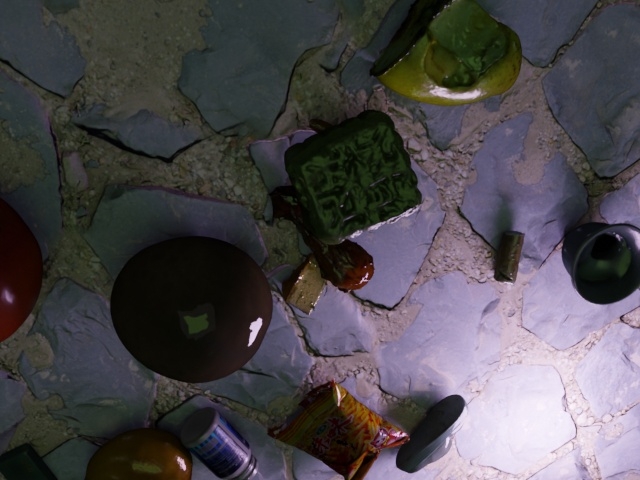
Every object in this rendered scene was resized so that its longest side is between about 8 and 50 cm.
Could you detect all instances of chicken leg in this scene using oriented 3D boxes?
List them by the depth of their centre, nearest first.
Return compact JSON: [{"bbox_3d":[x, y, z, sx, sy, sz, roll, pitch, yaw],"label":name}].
[{"bbox_3d":[0.000,0.000,1.504,0.113,0.093,0.304,-45,109,0],"label":"chicken leg"}]

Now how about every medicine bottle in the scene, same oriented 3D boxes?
[{"bbox_3d":[-0.234,0.491,1.637,0.107,0.107,0.191,-36,114,4],"label":"medicine bottle"}]

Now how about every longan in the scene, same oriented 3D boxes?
[{"bbox_3d":[-0.258,0.137,1.406,0.319,0.319,0.318,-4,112,-10],"label":"longan"}]

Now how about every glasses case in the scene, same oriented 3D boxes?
[{"bbox_3d":[-0.666,0.560,1.612,0.078,0.039,0.184,-25,114,-1],"label":"glasses case"}]

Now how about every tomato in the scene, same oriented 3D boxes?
[{"bbox_3d":[-0.675,0.058,1.273,0.322,0.321,0.321,-4,112,-10],"label":"tomato"}]

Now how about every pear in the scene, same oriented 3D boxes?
[{"bbox_3d":[0.265,-0.354,1.382,0.255,0.164,0.238,34,99,-22],"label":"pear"}]

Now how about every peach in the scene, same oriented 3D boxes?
[{"bbox_3d":[-0.418,0.550,1.603,0.251,0.153,0.251,-5,109,-16],"label":"peach"}]

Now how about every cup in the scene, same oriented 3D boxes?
[{"bbox_3d":[0.637,0.030,1.611,0.199,0.150,0.199,-4,112,-10],"label":"cup"}]

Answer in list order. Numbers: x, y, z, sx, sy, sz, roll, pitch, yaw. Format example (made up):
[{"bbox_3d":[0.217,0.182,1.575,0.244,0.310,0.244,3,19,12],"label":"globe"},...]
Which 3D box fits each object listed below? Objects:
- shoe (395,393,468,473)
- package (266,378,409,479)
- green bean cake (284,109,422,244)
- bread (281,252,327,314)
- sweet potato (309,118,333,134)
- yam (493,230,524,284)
[{"bbox_3d":[0.297,0.502,1.756,0.100,0.103,0.251,36,106,-21],"label":"shoe"},{"bbox_3d":[0.043,0.469,1.690,0.288,0.108,0.223,40,104,-15],"label":"package"},{"bbox_3d":[0.059,-0.124,1.391,0.248,0.125,0.222,-24,107,1],"label":"green bean cake"},{"bbox_3d":[-0.022,0.098,1.542,0.084,0.080,0.109,38,102,-24],"label":"bread"},{"bbox_3d":[0.084,-0.176,1.471,0.265,0.057,0.057,27,103,-18],"label":"sweet potato"},{"bbox_3d":[0.443,0.041,1.630,0.054,0.054,0.132,2,110,-12],"label":"yam"}]
